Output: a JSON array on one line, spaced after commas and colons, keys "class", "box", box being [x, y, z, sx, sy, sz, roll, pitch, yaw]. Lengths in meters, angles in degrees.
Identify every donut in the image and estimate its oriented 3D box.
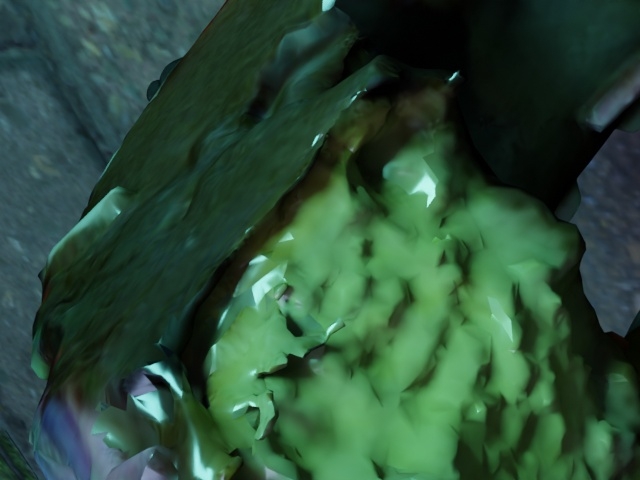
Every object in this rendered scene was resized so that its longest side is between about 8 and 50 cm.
[{"class": "donut", "box": [0.053, -0.047, 0.511, 0.136, 0.345, 0.259, 40, 172, -15]}]

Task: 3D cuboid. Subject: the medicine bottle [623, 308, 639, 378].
[{"class": "medicine bottle", "box": [0.208, 0.064, 0.564, 0.238, 0.232, 0.238, 23, 141, 20]}]

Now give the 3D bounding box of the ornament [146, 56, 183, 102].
[{"class": "ornament", "box": [0.007, 0.000, 0.797, 0.203, 0.088, 0.081, 50, 142, -15]}]
